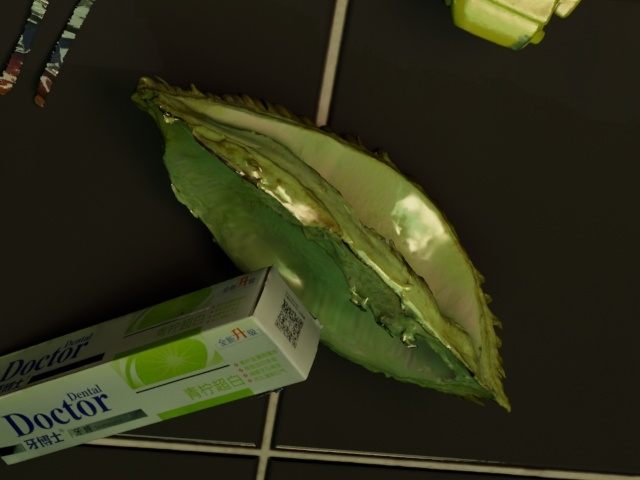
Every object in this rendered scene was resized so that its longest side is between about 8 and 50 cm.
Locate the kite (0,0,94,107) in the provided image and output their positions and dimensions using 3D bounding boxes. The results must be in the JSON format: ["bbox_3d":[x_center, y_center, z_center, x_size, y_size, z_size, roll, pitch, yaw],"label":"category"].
[{"bbox_3d":[-0.204,-0.212,1.316,0.141,0.015,0.245,22,117,-15],"label":"kite"}]

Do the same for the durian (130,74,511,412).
[{"bbox_3d":[-0.008,0.006,1.364,0.163,0.198,0.394,-38,116,19],"label":"durian"}]

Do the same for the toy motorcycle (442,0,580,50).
[{"bbox_3d":[0.049,-0.255,1.208,0.342,0.206,0.142,23,101,-19],"label":"toy motorcycle"}]

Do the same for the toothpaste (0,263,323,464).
[{"bbox_3d":[-0.157,0.110,1.429,0.336,0.067,0.081,-19,124,32],"label":"toothpaste"}]
